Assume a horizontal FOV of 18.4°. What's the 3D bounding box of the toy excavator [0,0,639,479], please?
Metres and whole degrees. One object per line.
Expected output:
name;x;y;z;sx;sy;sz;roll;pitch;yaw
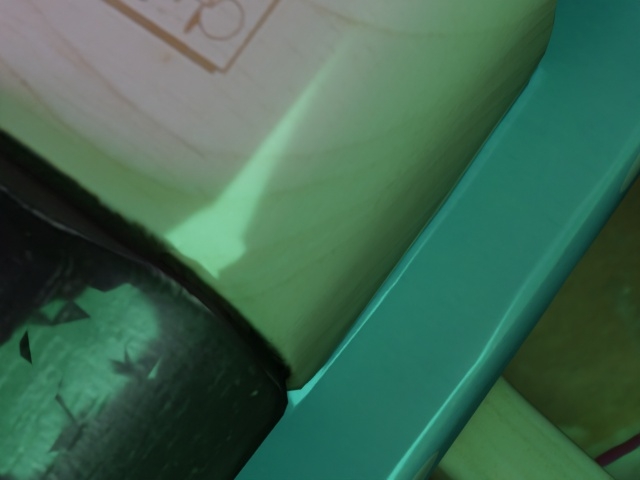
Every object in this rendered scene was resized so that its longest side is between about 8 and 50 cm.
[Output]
toy excavator;0.000;0.000;0.581;0.433;0.445;0.222;34;81;11
